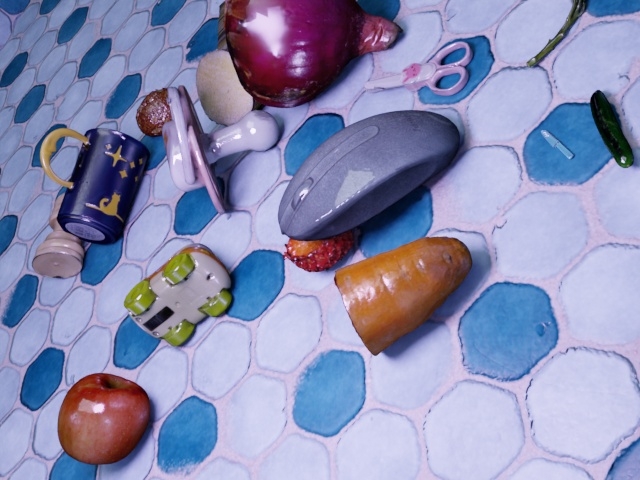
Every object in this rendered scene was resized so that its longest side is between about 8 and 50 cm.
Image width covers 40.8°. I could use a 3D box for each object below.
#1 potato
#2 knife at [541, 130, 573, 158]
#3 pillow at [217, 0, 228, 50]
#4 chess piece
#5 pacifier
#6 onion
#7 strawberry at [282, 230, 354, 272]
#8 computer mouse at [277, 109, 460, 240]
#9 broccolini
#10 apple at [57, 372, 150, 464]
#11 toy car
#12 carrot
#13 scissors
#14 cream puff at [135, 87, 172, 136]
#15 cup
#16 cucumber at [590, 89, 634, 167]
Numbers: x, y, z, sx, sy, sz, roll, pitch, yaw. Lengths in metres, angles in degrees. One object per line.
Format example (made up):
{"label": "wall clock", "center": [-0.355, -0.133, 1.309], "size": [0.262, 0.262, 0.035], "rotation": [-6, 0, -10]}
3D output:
{"label": "potato", "center": [-0.193, -0.367, 2.052], "size": [0.202, 0.117, 0.182], "rotation": [-1, 102, 45]}
{"label": "knife", "center": [0.391, -0.160, 1.427], "size": [0.014, 0.005, 0.091], "rotation": [-42, 41, 11]}
{"label": "pillow", "center": [-0.196, -0.607, 2.265], "size": [0.208, 0.052, 0.212], "rotation": [-30, 45, 31]}
{"label": "chess piece", "center": [-0.669, -0.056, 2.305], "size": [0.139, 0.124, 0.307], "rotation": [125, 156, -50]}
{"label": "pacifier", "center": [-0.244, -0.212, 1.925], "size": [0.220, 0.273, 0.332], "rotation": [-61, 34, 36]}
{"label": "onion", "center": [-0.016, -0.450, 1.835], "size": [0.384, 0.348, 0.348], "rotation": [7, 62, 4]}
{"label": "strawberry", "center": [0.000, 0.000, 1.628], "size": [0.145, 0.086, 0.145], "rotation": [-22, 47, 25]}
{"label": "computer mouse", "center": [0.073, -0.135, 1.559], "size": [0.373, 0.114, 0.203], "rotation": [-32, 41, -2]}
{"label": "broccolini", "center": [0.427, -0.389, 1.528], "size": [0.052, 0.054, 0.194], "rotation": [25, 83, 30]}
{"label": "apple", "center": [-0.436, 0.359, 1.739], "size": [0.181, 0.180, 0.169], "rotation": [16, 98, 48]}
{"label": "toy car", "center": [-0.296, 0.084, 1.836], "size": [0.235, 0.145, 0.235], "rotation": [-35, 27, 21]}
{"label": "carrot", "center": [0.144, 0.068, 1.415], "size": [0.225, 0.159, 0.159], "rotation": [-32, 44, 11]}
{"label": "scissors", "center": [0.190, -0.328, 1.717], "size": [0.242, 0.030, 0.118], "rotation": [-5, 59, 39]}
{"label": "cream puff", "center": [-0.433, -0.348, 2.290], "size": [0.149, 0.084, 0.149], "rotation": [-23, 49, 29]}
{"label": "cup", "center": [-0.594, -0.147, 2.181], "size": [0.178, 0.254, 0.256], "rotation": [141, 146, -62]}
{"label": "cucumber", "center": [0.456, -0.176, 1.357], "size": [0.036, 0.033, 0.184], "rotation": [-51, 33, 37]}
